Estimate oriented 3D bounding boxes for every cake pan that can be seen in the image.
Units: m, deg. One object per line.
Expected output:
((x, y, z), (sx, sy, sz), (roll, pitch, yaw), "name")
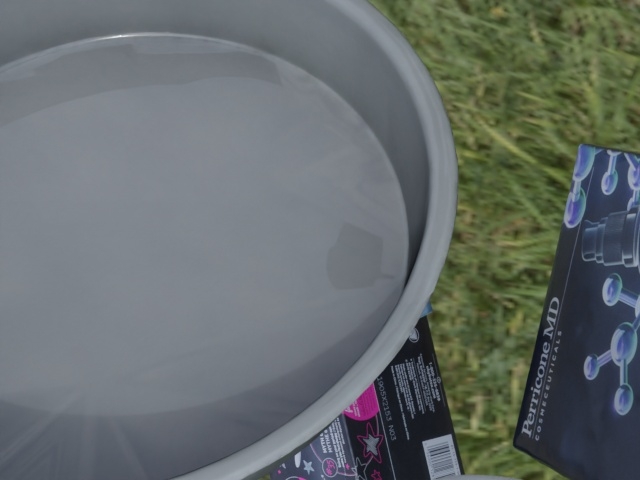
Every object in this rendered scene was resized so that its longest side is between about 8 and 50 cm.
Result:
((-0.089, -0.007, 0.668), (0.293, 0.054, 0.293), (-4, 54, 5), "cake pan")

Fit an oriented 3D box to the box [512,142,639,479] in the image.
((0.367, 0.095, 1.342), (0.395, 0.212, 0.293), (-158, 78, -67), "box")

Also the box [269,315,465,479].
((0.034, 0.180, 1.719), (0.142, 0.163, 0.247), (-18, 83, 46), "box")

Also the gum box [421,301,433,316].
((0.000, 0.000, 1.131), (0.041, 0.184, 0.157), (-20, 90, 28), "gum box")

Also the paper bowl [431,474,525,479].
((0.127, 0.259, 1.061), (0.284, 0.284, 0.148), (-4, 51, 36), "paper bowl")
